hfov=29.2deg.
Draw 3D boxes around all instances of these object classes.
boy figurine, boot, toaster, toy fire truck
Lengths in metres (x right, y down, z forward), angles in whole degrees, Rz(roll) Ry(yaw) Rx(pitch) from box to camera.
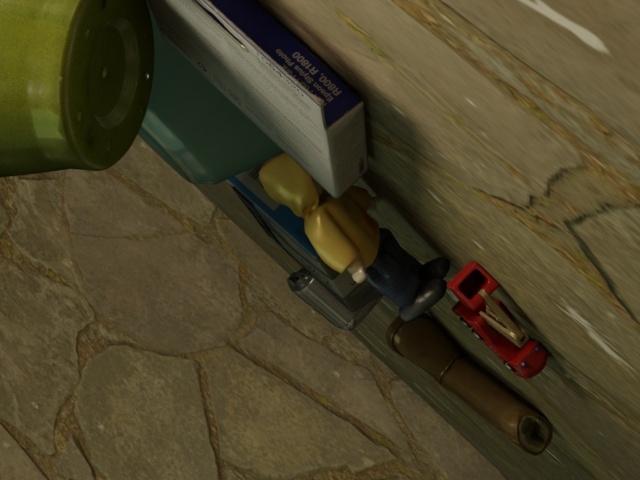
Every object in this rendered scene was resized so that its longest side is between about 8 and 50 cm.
[{"bbox_3d":[0.043,-0.023,1.625,0.285,0.092,0.177,43,-148,-14],"label":"boy figurine"},{"bbox_3d":[0.261,0.243,2.134,0.269,0.089,0.236,39,-178,42],"label":"boot"},{"bbox_3d":[0.028,0.089,2.387,0.146,0.129,0.227,43,172,-7],"label":"toaster"},{"bbox_3d":[0.233,0.108,1.603,0.192,0.047,0.135,45,172,-9],"label":"toy fire truck"}]

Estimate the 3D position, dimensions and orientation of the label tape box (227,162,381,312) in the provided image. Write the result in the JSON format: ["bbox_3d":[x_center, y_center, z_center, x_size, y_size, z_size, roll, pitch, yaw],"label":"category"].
[{"bbox_3d":[0.000,0.000,2.102,0.241,0.106,0.333,41,172,31],"label":"label tape box"}]

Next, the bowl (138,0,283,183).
[{"bbox_3d":[-0.191,-0.201,1.786,0.311,0.163,0.311,45,174,6],"label":"bowl"}]

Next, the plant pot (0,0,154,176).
[{"bbox_3d":[-0.405,-0.226,1.491,0.353,0.366,0.366,9,162,15],"label":"plant pot"}]

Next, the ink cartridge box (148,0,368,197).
[{"bbox_3d":[-0.080,-0.218,1.411,0.324,0.071,0.330,44,170,12],"label":"ink cartridge box"}]
